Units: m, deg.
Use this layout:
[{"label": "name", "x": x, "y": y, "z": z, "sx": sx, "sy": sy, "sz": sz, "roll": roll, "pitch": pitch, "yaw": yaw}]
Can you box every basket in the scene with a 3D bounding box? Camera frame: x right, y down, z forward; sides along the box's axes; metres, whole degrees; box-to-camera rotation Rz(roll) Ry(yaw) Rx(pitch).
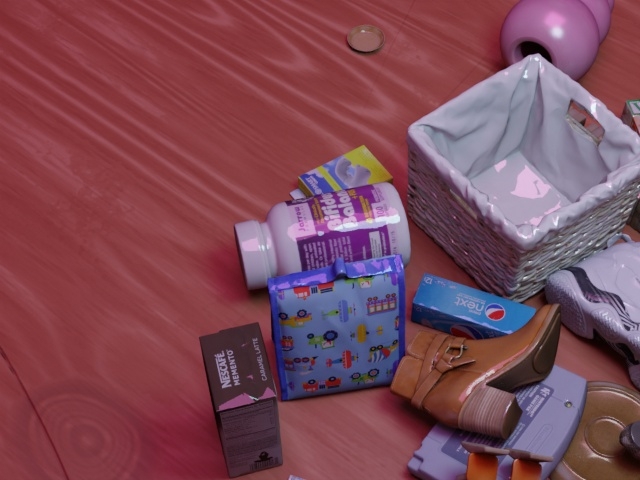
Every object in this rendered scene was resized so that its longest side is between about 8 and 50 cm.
[{"label": "basket", "x": 0.368, "y": -0.102, "z": 1.950, "sx": 0.331, "sy": 0.266, "sz": 0.328, "roll": -31, "pitch": 59, "yaw": -20}]

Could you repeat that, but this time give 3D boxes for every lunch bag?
[{"label": "lunch bag", "x": 0.028, "y": 0.129, "z": 1.771, "sx": 0.221, "sy": 0.293, "sz": 0.138, "roll": -8, "pitch": 54, "yaw": -5}]

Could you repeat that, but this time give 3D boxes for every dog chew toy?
[{"label": "dog chew toy", "x": 0.521, "y": -0.465, "z": 2.264, "sx": 0.207, "sy": 0.206, "sz": 0.332, "roll": 27, "pitch": 50, "yaw": 19}]

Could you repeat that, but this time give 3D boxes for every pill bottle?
[{"label": "pill bottle", "x": 0.000, "y": 0.000, "z": 1.943, "sx": 0.302, "sy": 0.169, "sz": 0.169, "roll": -12, "pitch": 55, "yaw": -8}]

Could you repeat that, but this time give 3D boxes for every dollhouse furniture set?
[{"label": "dollhouse furniture set", "x": 0.316, "y": 0.447, "z": 1.573, "sx": 0.259, "sy": 0.135, "sz": 0.262, "roll": 12, "pitch": 80, "yaw": -15}]

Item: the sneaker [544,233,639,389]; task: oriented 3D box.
[{"label": "sneaker", "x": 0.589, "y": 0.132, "z": 1.852, "sx": 0.210, "sy": 0.137, "sz": 0.366, "roll": -36, "pitch": 58, "yaw": -19}]

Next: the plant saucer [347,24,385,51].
[{"label": "plant saucer", "x": 0.101, "y": -0.445, "z": 2.360, "sx": 0.083, "sy": 0.015, "sz": 0.083, "roll": -1, "pitch": 54, "yaw": 1}]

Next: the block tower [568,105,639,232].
[{"label": "block tower", "x": 0.573, "y": -0.127, "z": 2.073, "sx": 0.097, "sy": 0.091, "sz": 0.335, "roll": -35, "pitch": 61, "yaw": -21}]

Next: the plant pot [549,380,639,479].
[{"label": "plant pot", "x": 0.477, "y": 0.333, "z": 1.775, "sx": 0.236, "sy": 0.032, "sz": 0.236, "roll": -1, "pitch": 55, "yaw": 1}]

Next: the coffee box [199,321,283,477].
[{"label": "coffee box", "x": -0.124, "y": 0.260, "z": 1.707, "sx": 0.098, "sy": 0.246, "sz": 0.141, "roll": -13, "pitch": 54, "yaw": -8}]

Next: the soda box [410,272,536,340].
[{"label": "soda box", "x": 0.272, "y": 0.133, "z": 1.903, "sx": 0.210, "sy": 0.067, "sz": 0.071, "roll": 18, "pitch": 57, "yaw": 14}]

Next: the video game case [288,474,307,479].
[{"label": "video game case", "x": -0.007, "y": 0.438, "z": 1.721, "sx": 0.122, "sy": 0.011, "sz": 0.087, "roll": 16, "pitch": 56, "yaw": 12}]

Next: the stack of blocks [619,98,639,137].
[{"label": "stack of blocks", "x": 0.765, "y": -0.241, "z": 2.153, "sx": 0.297, "sy": 0.087, "sz": 0.171, "roll": -8, "pitch": 54, "yaw": -4}]

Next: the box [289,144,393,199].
[{"label": "box", "x": 0.041, "y": -0.109, "z": 2.101, "sx": 0.178, "sy": 0.042, "sz": 0.109, "roll": -28, "pitch": 58, "yaw": -19}]

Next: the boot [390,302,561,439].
[{"label": "boot", "x": 0.267, "y": 0.193, "z": 1.789, "sx": 0.220, "sy": 0.109, "sz": 0.283, "roll": 16, "pitch": 60, "yaw": 33}]

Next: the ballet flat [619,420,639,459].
[{"label": "ballet flat", "x": 0.596, "y": 0.348, "z": 1.725, "sx": 0.250, "sy": 0.058, "sz": 0.084, "roll": 15, "pitch": 53, "yaw": -13}]

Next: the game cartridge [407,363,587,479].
[{"label": "game cartridge", "x": 0.305, "y": 0.314, "z": 1.754, "sx": 0.196, "sy": 0.060, "sz": 0.294, "roll": 23, "pitch": 56, "yaw": 37}]
